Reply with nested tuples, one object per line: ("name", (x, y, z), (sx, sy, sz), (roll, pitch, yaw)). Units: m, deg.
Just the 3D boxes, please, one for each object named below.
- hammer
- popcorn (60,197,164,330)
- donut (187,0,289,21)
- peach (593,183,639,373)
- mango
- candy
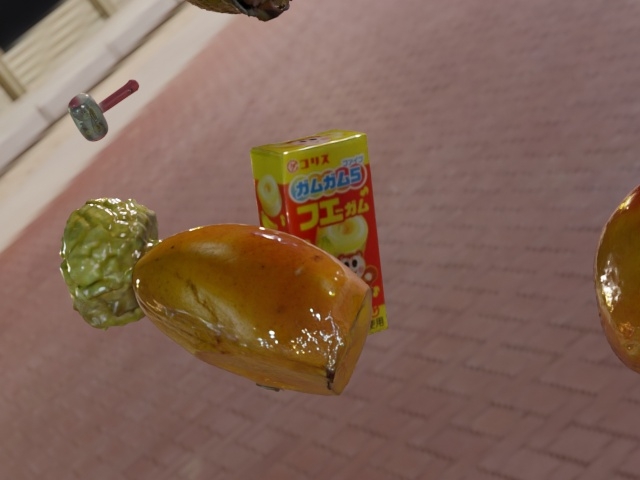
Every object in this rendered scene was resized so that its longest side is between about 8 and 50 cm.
("hammer", (-0.225, -0.144, 1.575), (0.083, 0.052, 0.031), (-39, 30, -22))
("popcorn", (-0.252, 0.030, 1.848), (0.142, 0.173, 0.173), (-32, 16, 6))
("donut", (-0.101, -0.353, 1.515), (0.107, 0.272, 0.272), (2, 34, 26))
("peach", (0.415, 0.044, 1.633), (0.281, 0.238, 0.281), (-44, -13, -13))
("mango", (-0.078, 0.062, 1.539), (0.187, 0.257, 0.138), (95, -159, -60))
("candy", (0.000, 0.000, 1.974), (0.146, 0.276, 0.088), (-14, 15, -31))
